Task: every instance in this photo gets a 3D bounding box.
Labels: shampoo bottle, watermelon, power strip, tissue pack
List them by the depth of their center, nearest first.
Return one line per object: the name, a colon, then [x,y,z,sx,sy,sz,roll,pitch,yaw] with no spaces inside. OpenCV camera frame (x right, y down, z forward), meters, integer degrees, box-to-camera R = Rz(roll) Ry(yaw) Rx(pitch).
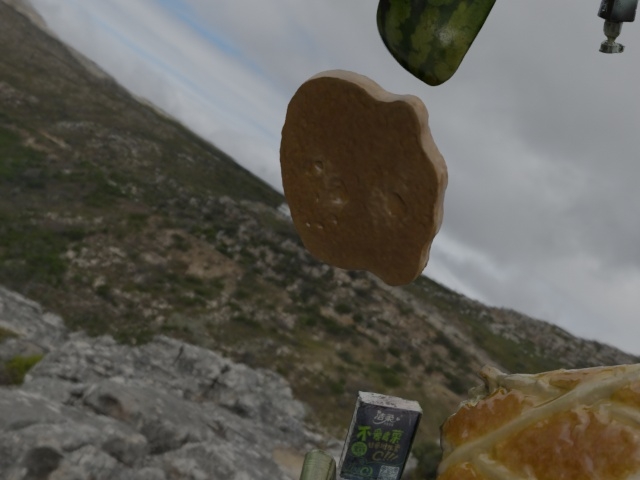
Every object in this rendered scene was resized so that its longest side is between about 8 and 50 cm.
watermelon: [0.147,-0.323,0.908,0.128,0.159,0.303,20,-37,-7]
shampoo bottle: [0.556,-0.450,1.263,0.064,0.207,0.057,3,30,1]
power strip: [-0.002,0.493,1.268,0.066,0.092,0.387,12,-34,9]
tissue pack: [0.154,0.523,1.795,0.174,0.235,0.073,11,14,-10]

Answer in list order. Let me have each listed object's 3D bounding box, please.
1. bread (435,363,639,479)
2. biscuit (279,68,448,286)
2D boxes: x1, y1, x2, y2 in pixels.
bread: [0.302,0.309,0.593,0.279,0.371,0.390,31,-31,-28]
biscuit: [0.072,-0.118,1.282,0.365,0.385,0.062,20,32,34]
